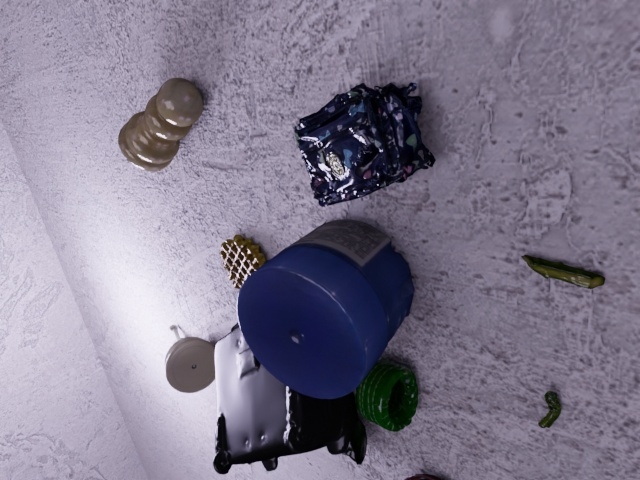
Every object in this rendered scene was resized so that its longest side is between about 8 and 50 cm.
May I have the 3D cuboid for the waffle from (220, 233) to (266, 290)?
[{"bbox_3d":[-0.186,0.070,1.175,0.191,0.038,0.190,26,130,35],"label":"waffle"}]

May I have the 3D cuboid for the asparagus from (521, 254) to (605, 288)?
[{"bbox_3d":[0.324,0.042,0.637,0.108,0.021,0.025,21,127,38],"label":"asparagus"}]

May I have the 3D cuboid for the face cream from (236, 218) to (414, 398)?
[{"bbox_3d":[0.018,0.108,0.818,0.249,0.225,0.248,17,123,27],"label":"face cream"}]

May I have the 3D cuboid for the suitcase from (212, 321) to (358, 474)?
[{"bbox_3d":[-0.098,0.311,1.030,0.345,0.189,0.339,-37,53,41],"label":"suitcase"}]

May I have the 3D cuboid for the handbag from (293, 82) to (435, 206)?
[{"bbox_3d":[0.052,-0.148,0.742,0.260,0.113,0.161,-10,98,56],"label":"handbag"}]

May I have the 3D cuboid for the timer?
[{"bbox_3d":[-0.458,0.382,1.582,0.266,0.175,0.175,13,122,61],"label":"timer"}]

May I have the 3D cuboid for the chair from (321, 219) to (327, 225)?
[{"bbox_3d":[-0.002,-0.001,0.940,0.042,0.037,0.086,40,133,6],"label":"chair"}]

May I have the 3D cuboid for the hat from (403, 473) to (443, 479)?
[{"bbox_3d":[0.244,0.600,0.997,0.206,0.089,0.205,24,127,36],"label":"hat"}]

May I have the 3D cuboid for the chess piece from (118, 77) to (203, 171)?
[{"bbox_3d":[-0.365,-0.280,1.093,0.261,0.143,0.142,-29,90,46],"label":"chess piece"}]

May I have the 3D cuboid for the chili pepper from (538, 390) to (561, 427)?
[{"bbox_3d":[0.360,0.263,0.730,0.027,0.022,0.083,19,129,37],"label":"chili pepper"}]

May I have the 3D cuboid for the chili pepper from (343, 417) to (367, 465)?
[{"bbox_3d":[0.017,0.431,1.131,0.265,0.116,0.148,16,107,41],"label":"chili pepper"}]

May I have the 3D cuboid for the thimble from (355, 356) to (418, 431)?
[{"bbox_3d":[0.130,0.302,0.922,0.090,0.118,0.129,10,92,48],"label":"thimble"}]
